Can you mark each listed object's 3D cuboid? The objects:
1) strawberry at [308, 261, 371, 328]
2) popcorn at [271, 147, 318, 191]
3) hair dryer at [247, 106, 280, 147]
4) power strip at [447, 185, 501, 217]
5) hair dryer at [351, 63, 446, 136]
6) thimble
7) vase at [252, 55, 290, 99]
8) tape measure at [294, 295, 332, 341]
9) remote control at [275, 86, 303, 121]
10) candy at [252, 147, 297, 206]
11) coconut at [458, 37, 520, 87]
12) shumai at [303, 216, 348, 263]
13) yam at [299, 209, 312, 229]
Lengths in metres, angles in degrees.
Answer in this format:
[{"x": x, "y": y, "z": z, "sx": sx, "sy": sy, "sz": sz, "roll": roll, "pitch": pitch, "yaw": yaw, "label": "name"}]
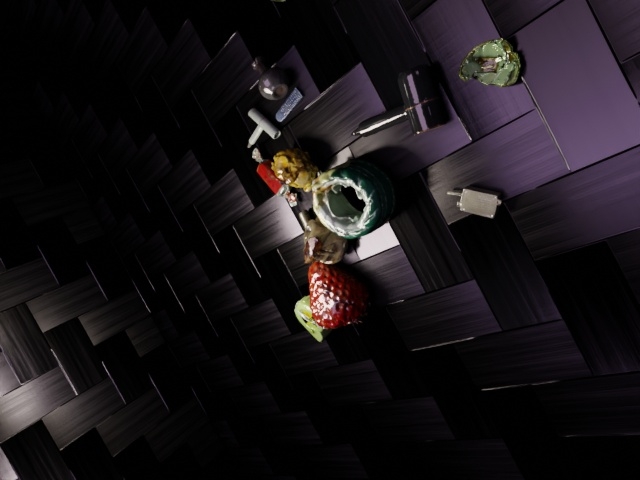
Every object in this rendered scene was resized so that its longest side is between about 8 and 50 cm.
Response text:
[{"x": 0.060, "y": 0.211, "z": 1.801, "sx": 0.253, "sy": 0.150, "sz": 0.281, "roll": -5, "pitch": 88, "yaw": 21, "label": "strawberry"}, {"x": -0.088, "y": -0.270, "z": 1.741, "sx": 0.194, "sy": 0.163, "sz": 0.140, "roll": 48, "pitch": 120, "yaw": 54, "label": "popcorn"}, {"x": -0.246, "y": -0.418, "z": 1.867, "sx": 0.155, "sy": 0.044, "sz": 0.183, "roll": 45, "pitch": 137, "yaw": 15, "label": "hair dryer"}, {"x": 0.467, "y": -0.124, "z": 1.414, "sx": 0.175, "sy": 0.042, "sz": 0.075, "roll": 20, "pitch": 122, "yaw": 33, "label": "power strip"}, {"x": 0.214, "y": -0.404, "z": 1.459, "sx": 0.352, "sy": 0.107, "sz": 0.189, "roll": -9, "pitch": 102, "yaw": 47, "label": "hair dryer"}, {"x": 0.111, "y": -0.149, "z": 1.610, "sx": 0.288, "sy": 0.167, "sz": 0.254, "roll": 31, "pitch": 126, "yaw": 24, "label": "thimble"}, {"x": -0.190, "y": -0.599, "z": 1.688, "sx": 0.183, "sy": 0.120, "sz": 0.120, "roll": 55, "pitch": 135, "yaw": 23, "label": "vase"}, {"x": -0.025, "y": 0.319, "z": 1.988, "sx": 0.200, "sy": 0.106, "sz": 0.175, "roll": 46, "pitch": 144, "yaw": 14, "label": "tape measure"}, {"x": -0.118, "y": -0.503, "z": 1.726, "sx": 0.152, "sy": 0.027, "sz": 0.044, "roll": -41, "pitch": 77, "yaw": 41, "label": "remote control"}, {"x": -0.188, "y": -0.256, "z": 1.877, "sx": 0.292, "sy": 0.059, "sz": 0.086, "roll": 49, "pitch": 134, "yaw": 11, "label": "candy"}, {"x": 0.464, "y": -0.475, "z": 1.241, "sx": 0.158, "sy": 0.055, "sz": 0.133, "roll": 33, "pitch": 127, "yaw": 21, "label": "coconut"}, {"x": 0.000, "y": 0.000, "z": 1.773, "sx": 0.201, "sy": 0.120, "sz": 0.202, "roll": 2, "pitch": 94, "yaw": 27, "label": "shumai"}, {"x": -0.054, "y": -0.076, "z": 1.865, "sx": 0.043, "sy": 0.043, "sz": 0.094, "roll": -21, "pitch": 96, "yaw": 43, "label": "yam"}]
